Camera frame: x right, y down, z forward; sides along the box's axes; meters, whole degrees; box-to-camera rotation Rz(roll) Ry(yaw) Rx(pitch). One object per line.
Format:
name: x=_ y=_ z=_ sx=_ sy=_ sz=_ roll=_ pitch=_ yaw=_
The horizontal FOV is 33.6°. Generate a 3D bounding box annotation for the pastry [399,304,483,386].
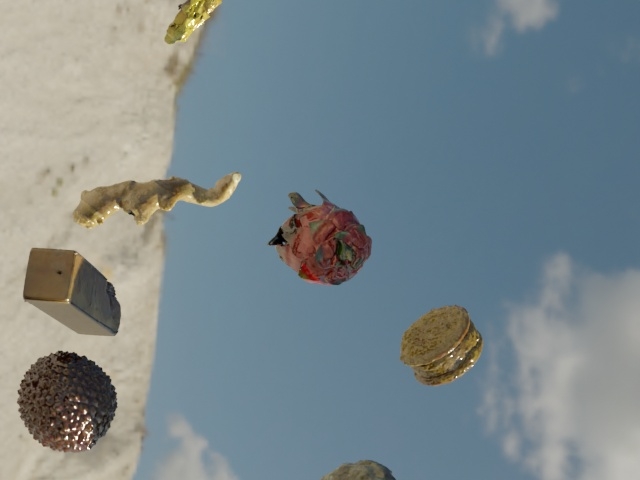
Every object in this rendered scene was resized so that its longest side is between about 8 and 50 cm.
pastry: x=0.267 y=0.233 z=2.340 sx=0.189 sy=0.103 sz=0.188 roll=-30 pitch=-156 yaw=15

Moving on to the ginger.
ginger: x=-0.267 y=-0.069 z=1.755 sx=0.075 sy=0.288 sz=0.089 roll=106 pitch=-32 yaw=-47

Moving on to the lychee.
lychee: x=-0.453 y=0.281 z=1.888 sx=0.188 sy=0.188 sz=0.188 roll=-175 pitch=-90 yaw=-68

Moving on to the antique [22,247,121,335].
antique: x=-0.446 y=0.101 z=1.940 sx=0.310 sy=0.087 sz=0.093 roll=70 pitch=24 yaw=-72

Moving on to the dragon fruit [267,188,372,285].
dragon fruit: x=0.000 y=0.000 z=2.377 sx=0.192 sy=0.193 sz=0.274 roll=-46 pitch=-142 yaw=-7

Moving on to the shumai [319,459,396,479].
shumai: x=-0.015 y=0.611 z=2.147 sx=0.397 sy=0.323 sz=0.324 roll=-152 pitch=-107 yaw=-66

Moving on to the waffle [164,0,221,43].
waffle: x=-0.233 y=-0.560 z=2.350 sx=0.312 sy=0.060 sz=0.307 roll=-54 pitch=-172 yaw=-24
